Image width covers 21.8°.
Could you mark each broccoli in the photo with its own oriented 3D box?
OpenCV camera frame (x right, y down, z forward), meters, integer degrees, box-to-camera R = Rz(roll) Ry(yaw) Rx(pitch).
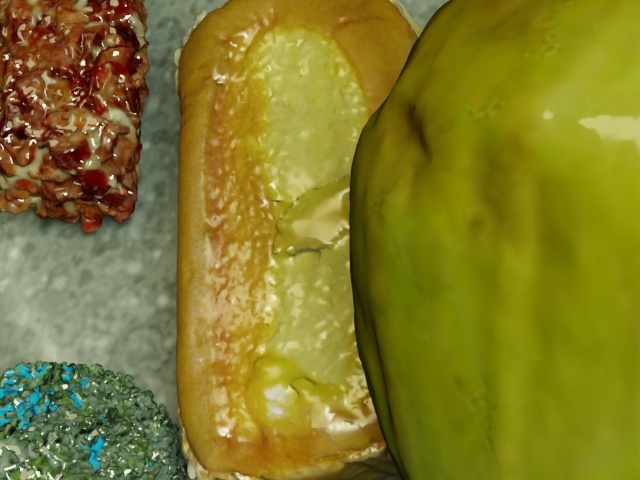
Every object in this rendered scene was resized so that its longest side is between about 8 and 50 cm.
[{"bbox_3d":[-0.149,0.146,0.900,0.160,0.154,0.167,-51,49,40],"label":"broccoli"}]

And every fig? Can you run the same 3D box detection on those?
[{"bbox_3d":[0.173,0.033,0.728,0.343,0.343,0.343,-8,63,16],"label":"fig"}]

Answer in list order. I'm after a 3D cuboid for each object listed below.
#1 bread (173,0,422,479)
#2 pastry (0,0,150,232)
[{"bbox_3d":[0.000,0.000,0.914,0.153,0.119,0.288,-11,62,19],"label":"bread"},{"bbox_3d":[-0.156,-0.110,1.032,0.115,0.097,0.208,-5,63,-3],"label":"pastry"}]
